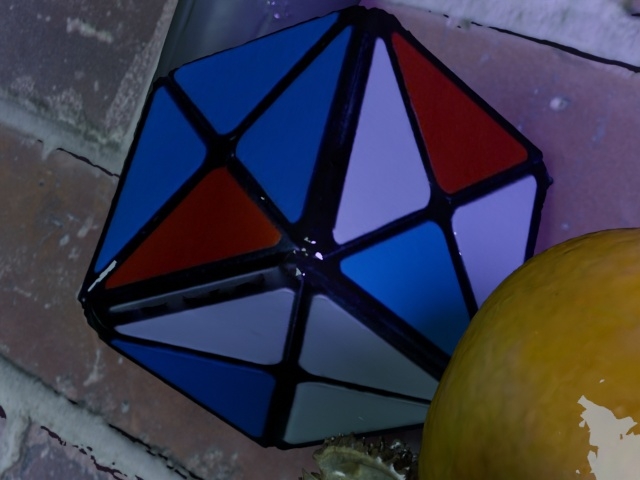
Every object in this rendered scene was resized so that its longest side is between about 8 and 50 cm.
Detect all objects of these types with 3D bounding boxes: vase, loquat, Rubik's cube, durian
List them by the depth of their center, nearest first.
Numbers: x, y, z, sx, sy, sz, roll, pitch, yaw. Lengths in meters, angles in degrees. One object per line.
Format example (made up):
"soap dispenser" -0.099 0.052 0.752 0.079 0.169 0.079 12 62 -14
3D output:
"loquat" 0.235 0.141 1.291 0.359 0.328 0.328 -31 38 -26
"durian" 0.067 0.228 1.550 0.148 0.091 0.188 -45 68 40
"Rubik's cube" 0.000 0.000 1.552 0.246 0.250 0.248 -13 52 39
"vase" -0.075 -0.136 1.795 0.251 0.156 0.300 31 103 19
